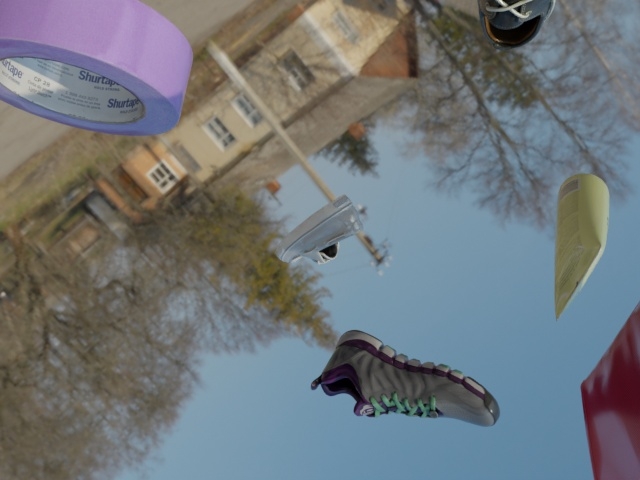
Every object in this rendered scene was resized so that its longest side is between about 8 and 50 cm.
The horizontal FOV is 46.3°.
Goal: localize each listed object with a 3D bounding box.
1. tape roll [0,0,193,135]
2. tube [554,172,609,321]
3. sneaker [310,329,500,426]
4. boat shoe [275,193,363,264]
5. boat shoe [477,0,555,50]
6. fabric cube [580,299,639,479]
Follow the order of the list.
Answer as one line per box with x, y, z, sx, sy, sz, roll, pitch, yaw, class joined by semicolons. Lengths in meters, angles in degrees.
-0.303;-0.223;0.936;0.274;0.274;0.090;-15;-117;63;tape roll
0.289;-0.004;0.830;0.062;0.070;0.240;-14;-162;26;tube
0.099;0.193;0.903;0.223;0.083;0.098;18;-128;32;sneaker
0.000;0.000;1.022;0.066;0.063;0.184;-31;175;-42;boat shoe
0.183;-0.229;0.671;0.233;0.084;0.079;-7;117;-81;boat shoe
0.322;0.158;0.434;0.258;0.254;0.259;82;8;-60;fabric cube
